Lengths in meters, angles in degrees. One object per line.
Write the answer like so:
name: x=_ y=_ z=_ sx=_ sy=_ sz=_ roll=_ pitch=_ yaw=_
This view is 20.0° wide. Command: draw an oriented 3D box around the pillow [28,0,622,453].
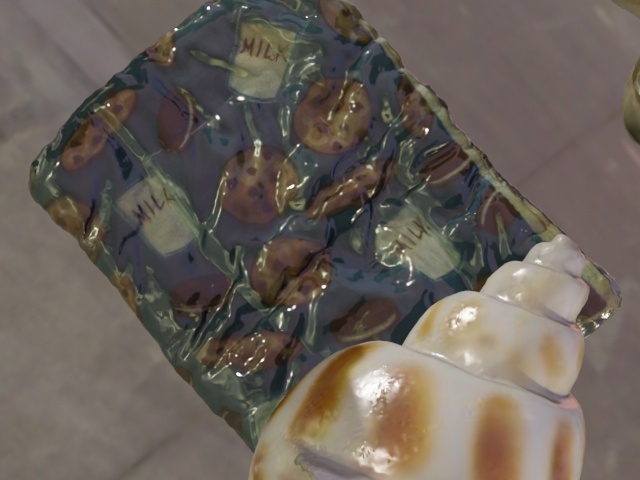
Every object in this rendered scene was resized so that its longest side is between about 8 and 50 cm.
pillow: x=-0.002 y=0.000 z=0.885 sx=0.255 sy=0.189 sz=0.034 roll=48 pitch=2 yaw=6

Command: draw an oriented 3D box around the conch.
conch: x=0.045 y=0.131 z=0.764 sx=0.149 sy=0.274 sz=0.183 roll=3 pitch=0 yaw=-14

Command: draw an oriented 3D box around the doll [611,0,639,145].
doll: x=0.164 y=-0.193 z=0.825 sx=0.379 sy=0.252 sz=0.382 roll=35 pitch=-17 yaw=44
